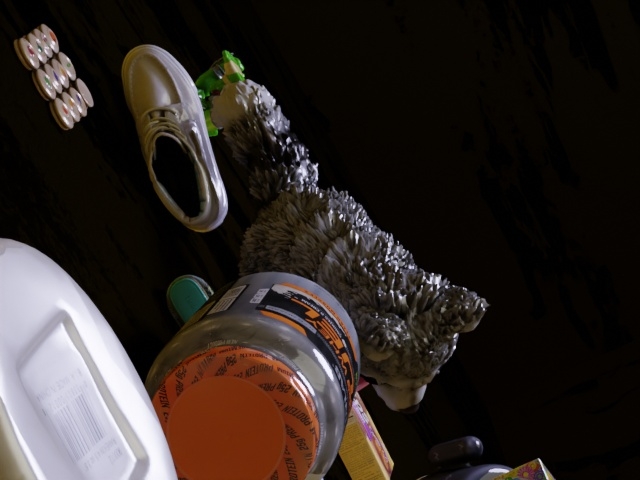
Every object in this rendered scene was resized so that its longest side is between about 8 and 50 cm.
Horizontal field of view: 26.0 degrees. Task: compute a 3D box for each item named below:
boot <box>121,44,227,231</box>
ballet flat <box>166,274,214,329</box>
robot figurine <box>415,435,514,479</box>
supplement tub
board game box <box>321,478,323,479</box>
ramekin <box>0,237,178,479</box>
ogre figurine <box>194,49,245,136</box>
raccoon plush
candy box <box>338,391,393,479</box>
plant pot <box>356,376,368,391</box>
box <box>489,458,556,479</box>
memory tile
[{"bbox_3d":[-0.188,-0.136,1.753,0.123,0.095,0.258,34,32,-86],"label":"boot"},{"bbox_3d":[-0.113,0.124,1.569,0.188,0.070,0.070,66,9,6],"label":"ballet flat"},{"bbox_3d":[0.213,0.417,2.017,0.173,0.209,0.278,41,-30,-15],"label":"robot figurine"},{"bbox_3d":[-0.064,0.148,1.360,0.193,0.193,0.316,63,9,-6],"label":"supplement tub"},{"bbox_3d":[-0.060,0.224,1.670,0.211,0.039,0.160,56,12,-45],"label":"board game box"},{"bbox_3d":[-0.195,0.132,0.838,0.277,0.135,0.277,61,9,-17],"label":"ramekin"},{"bbox_3d":[-0.162,-0.199,2.016,0.097,0.118,0.197,48,16,-47],"label":"ogre figurine"},{"bbox_3d":[0.000,0.000,1.635,0.446,0.216,0.299,55,-21,-3],"label":"raccoon plush"},{"bbox_3d":[0.045,0.278,2.082,0.187,0.053,0.109,65,9,-2],"label":"candy box"},{"bbox_3d":[-0.006,0.097,1.919,0.180,0.201,0.201,51,0,35],"label":"plant pot"},{"bbox_3d":[0.217,0.477,1.744,0.177,0.290,0.279,50,16,-55],"label":"box"},{"bbox_3d":[-0.295,-0.184,1.546,0.113,0.012,0.148,62,9,-14],"label":"memory tile"}]
